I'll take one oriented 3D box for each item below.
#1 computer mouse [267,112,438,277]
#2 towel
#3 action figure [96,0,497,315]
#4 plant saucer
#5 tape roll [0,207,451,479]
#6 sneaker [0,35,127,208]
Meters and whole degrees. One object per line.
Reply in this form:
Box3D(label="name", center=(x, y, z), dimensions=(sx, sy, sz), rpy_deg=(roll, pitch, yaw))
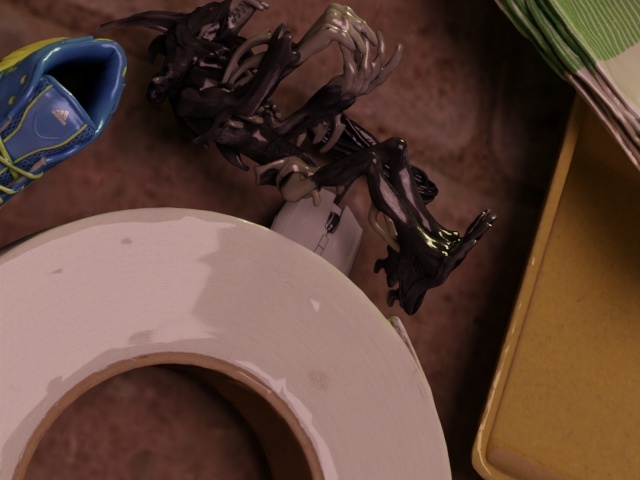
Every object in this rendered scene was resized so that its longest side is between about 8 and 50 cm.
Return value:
Box3D(label="computer mouse", center=(0.000, 0.000, 1.227), dimensions=(0.106, 0.042, 0.193), rpy_deg=(41, 63, -17))
Box3D(label="towel", center=(0.268, -0.123, 1.318), dimensions=(0.325, 0.038, 0.248), rpy_deg=(51, 39, 4))
Box3D(label="action figure", center=(-0.005, -0.086, 1.151), dimensions=(0.276, 0.164, 0.141), rpy_deg=(42, 103, 3))
Box3D(label="plant saucer", center=(0.266, 0.084, 1.339), dimensions=(0.333, 0.081, 0.333), rpy_deg=(28, 68, -21))
Box3D(label="tape roll", center=(-0.100, 0.171, 1.097), dimensions=(0.392, 0.072, 0.392), rpy_deg=(3, 84, -26))
Box3D(label="sneaker", center=(-0.209, -0.055, 1.071), dimensions=(0.091, 0.126, 0.240), rpy_deg=(50, 61, -12))
